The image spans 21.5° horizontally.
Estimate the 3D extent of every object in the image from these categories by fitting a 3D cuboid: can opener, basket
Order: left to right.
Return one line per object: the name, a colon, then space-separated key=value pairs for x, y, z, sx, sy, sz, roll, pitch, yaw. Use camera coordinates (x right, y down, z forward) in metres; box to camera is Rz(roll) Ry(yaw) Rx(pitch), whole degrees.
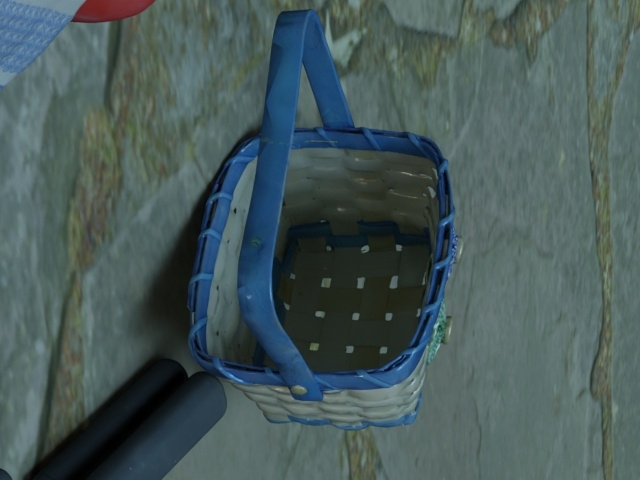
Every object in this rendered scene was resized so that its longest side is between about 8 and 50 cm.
can opener: x=-0.181 y=0.170 z=1.231 sx=0.283 sy=0.076 sz=0.095 roll=-44 pitch=136 yaw=-36
basket: x=0.000 y=0.000 z=1.280 sx=0.289 sy=0.201 sz=0.254 roll=59 pitch=34 yaw=-55

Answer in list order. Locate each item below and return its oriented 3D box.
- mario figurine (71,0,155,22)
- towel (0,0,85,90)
mario figurine: x=-0.167 y=-0.266 z=0.986 sx=0.198 sy=0.170 sz=0.320 roll=-30 pitch=127 yaw=-1
towel: x=-0.233 y=-0.101 z=0.932 sx=0.285 sy=0.034 sz=0.209 roll=-44 pitch=162 yaw=21
